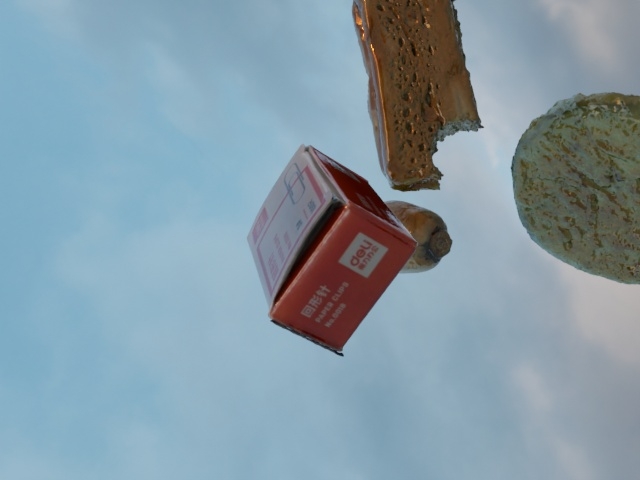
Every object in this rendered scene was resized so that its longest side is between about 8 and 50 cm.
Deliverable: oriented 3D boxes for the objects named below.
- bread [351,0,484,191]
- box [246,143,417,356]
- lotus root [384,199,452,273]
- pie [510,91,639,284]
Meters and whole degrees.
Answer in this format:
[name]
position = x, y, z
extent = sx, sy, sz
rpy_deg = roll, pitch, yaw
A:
[bread]
position = 0.165, -0.270, 1.206
extent = 0.185, 0.109, 0.380
rpy_deg = -8, -100, -2
[box]
position = 0.000, 0.000, 0.714
extent = 0.099, 0.133, 0.182
rpy_deg = 28, -163, -23
[lotus root]
position = 0.130, -0.006, 1.290
extent = 0.118, 0.221, 0.125
rpy_deg = 44, -116, -43
[pie]
position = 0.351, -0.059, 0.856
extent = 0.277, 0.277, 0.078
rpy_deg = 54, -128, -16
